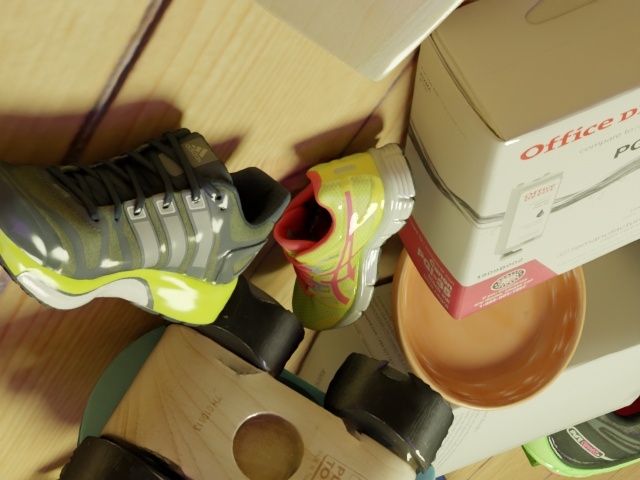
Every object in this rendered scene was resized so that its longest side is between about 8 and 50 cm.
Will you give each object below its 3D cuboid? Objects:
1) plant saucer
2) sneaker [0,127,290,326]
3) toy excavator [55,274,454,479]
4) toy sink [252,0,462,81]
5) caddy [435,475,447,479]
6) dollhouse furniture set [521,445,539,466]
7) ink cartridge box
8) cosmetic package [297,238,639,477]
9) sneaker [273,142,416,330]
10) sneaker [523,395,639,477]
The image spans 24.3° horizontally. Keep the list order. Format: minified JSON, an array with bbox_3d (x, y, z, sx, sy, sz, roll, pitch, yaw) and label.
[{"bbox_3d":[0.149,0.053,1.346,0.200,0.200,0.037,-17,-172,-25],"label":"plant saucer"},{"bbox_3d":[-0.129,-0.026,0.989,0.121,0.111,0.300,-48,156,15],"label":"sneaker"},{"bbox_3d":[-0.020,0.255,1.332,0.222,0.433,0.445,-59,-177,-20],"label":"toy excavator"},{"bbox_3d":[0.016,-0.219,0.693,0.131,0.234,0.153,31,122,-29],"label":"toy sink"},{"bbox_3d":[0.068,0.444,1.972,0.341,0.179,0.241,-22,155,-17],"label":"caddy"},{"bbox_3d":[0.309,0.242,1.990,0.076,0.058,0.152,-15,152,-29],"label":"dollhouse furniture set"},{"bbox_3d":[0.180,-0.079,1.176,0.207,0.117,0.283,-23,155,-14],"label":"ink cartridge box"},{"bbox_3d":[0.179,0.119,1.505,0.365,0.155,0.197,-16,153,-28],"label":"cosmetic package"},{"bbox_3d":[0.000,0.000,1.197,0.094,0.081,0.208,-8,142,-26],"label":"sneaker"},{"bbox_3d":[0.475,0.170,1.886,0.483,0.185,0.202,-17,156,-28],"label":"sneaker"}]
